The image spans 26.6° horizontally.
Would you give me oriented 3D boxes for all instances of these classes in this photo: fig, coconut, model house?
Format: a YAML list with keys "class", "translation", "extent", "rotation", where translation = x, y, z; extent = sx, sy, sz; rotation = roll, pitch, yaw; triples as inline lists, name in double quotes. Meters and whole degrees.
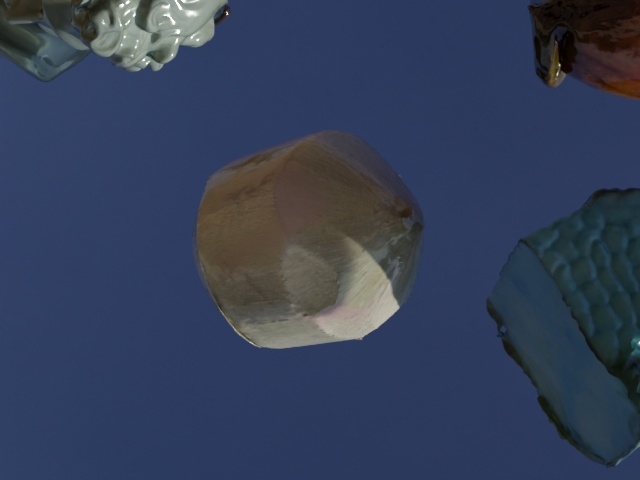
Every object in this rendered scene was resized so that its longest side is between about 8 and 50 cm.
- class: "fig"
  translation: [0.255, -0.202, 1.132]
  extent: [0.205, 0.205, 0.205]
  rotation: [-13, -112, 37]
- class: "coconut"
  translation: [0.000, 0.000, 1.329]
  extent: [0.234, 0.224, 0.224]
  rotation: [-16, -113, 28]
- class: "model house"
  translation: [0.331, 0.070, 1.386]
  extent: [0.241, 0.261, 0.226]
  rotation: [-31, -104, -12]

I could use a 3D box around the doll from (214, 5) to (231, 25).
- class: "doll"
  translation: [-0.184, -0.255, 1.575]
  extent: [0.165, 0.139, 0.057]
  rotation: [-26, -107, 39]

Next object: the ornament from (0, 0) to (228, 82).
- class: "ornament"
  translation: [-0.158, -0.165, 0.845]
  extent: [0.285, 0.120, 0.130]
  rotation: [10, -115, 52]
